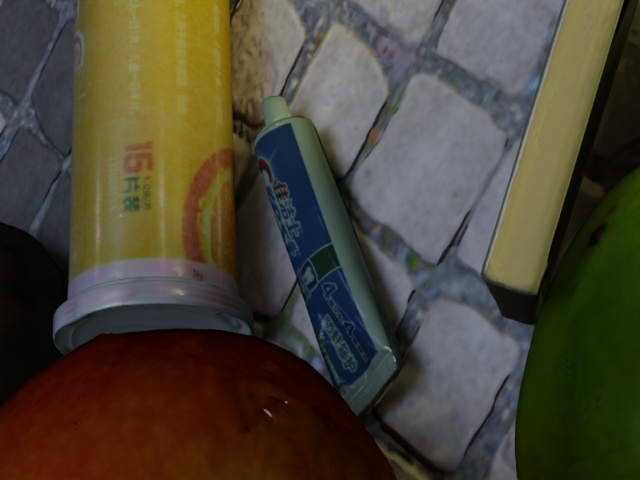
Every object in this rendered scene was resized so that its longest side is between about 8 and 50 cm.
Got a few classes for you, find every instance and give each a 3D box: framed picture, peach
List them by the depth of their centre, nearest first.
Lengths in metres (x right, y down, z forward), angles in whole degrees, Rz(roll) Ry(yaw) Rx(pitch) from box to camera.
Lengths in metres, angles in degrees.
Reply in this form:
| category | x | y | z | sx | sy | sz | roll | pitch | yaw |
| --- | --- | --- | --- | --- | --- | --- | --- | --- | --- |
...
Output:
| category | x | y | z | sx | sy | sz | roll | pitch | yaw |
| --- | --- | --- | --- | --- | --- | --- | --- | --- | --- |
| framed picture | 0.108 | -0.083 | 0.654 | 0.024 | 0.315 | 0.232 | 17 | 87 | 9 |
| peach | -0.061 | 0.170 | 0.749 | 0.281 | 0.238 | 0.281 | -49 | 32 | 45 |

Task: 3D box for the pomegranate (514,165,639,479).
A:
| category | x | y | z | sx | sy | sz | roll | pitch | yaw |
| --- | --- | --- | --- | --- | --- | --- | --- | --- | --- |
| pomegranate | 0.211 | 0.058 | 0.526 | 0.302 | 0.236 | 0.236 | -10 | 67 | 23 |

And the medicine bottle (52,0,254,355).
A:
| category | x | y | z | sx | sy | sz | roll | pitch | yaw |
| --- | --- | --- | --- | --- | --- | --- | --- | --- | --- |
| medicine bottle | -0.097 | -0.140 | 0.999 | 0.108 | 0.108 | 0.426 | -23 | 59 | 39 |

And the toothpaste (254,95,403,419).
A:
| category | x | y | z | sx | sy | sz | roll | pitch | yaw |
| --- | --- | --- | --- | --- | --- | --- | --- | --- | --- |
| toothpaste | 0.000 | 0.000 | 0.899 | 0.057 | 0.035 | 0.197 | -53 | 44 | 41 |

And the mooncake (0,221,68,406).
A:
| category | x | y | z | sx | sy | sz | roll | pitch | yaw |
| --- | --- | --- | --- | --- | --- | --- | --- | --- | --- |
| mooncake | -0.247 | 0.088 | 1.063 | 0.228 | 0.124 | 0.228 | -16 | 68 | 46 |
